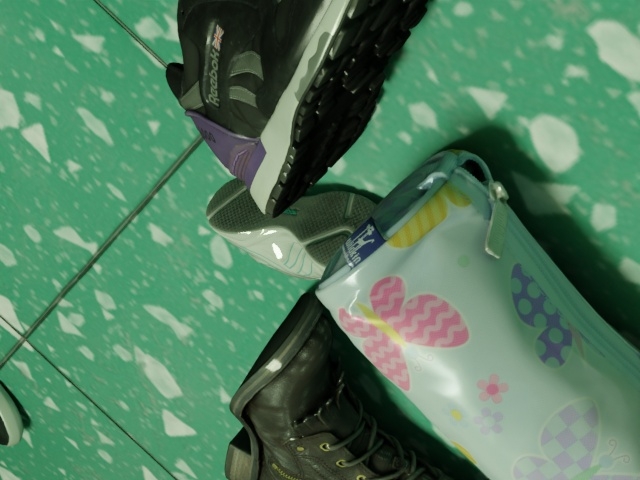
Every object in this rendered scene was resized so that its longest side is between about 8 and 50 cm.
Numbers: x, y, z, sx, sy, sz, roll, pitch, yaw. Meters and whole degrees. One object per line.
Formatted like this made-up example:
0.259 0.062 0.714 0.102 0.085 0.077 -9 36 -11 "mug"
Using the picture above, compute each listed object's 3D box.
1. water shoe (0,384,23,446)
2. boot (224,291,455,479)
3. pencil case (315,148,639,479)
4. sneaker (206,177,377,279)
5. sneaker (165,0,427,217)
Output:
-0.364 0.130 1.705 0.203 0.080 0.073 48 150 -11 "water shoe"
0.053 0.157 1.281 0.229 0.091 0.263 29 152 10 "boot"
0.123 0.074 1.050 0.124 0.113 0.273 -41 98 17 "pencil case"
0.000 0.000 1.163 0.152 0.053 0.061 17 157 40 "sneaker"
-0.026 -0.120 0.980 0.124 0.107 0.283 44 150 8 "sneaker"
